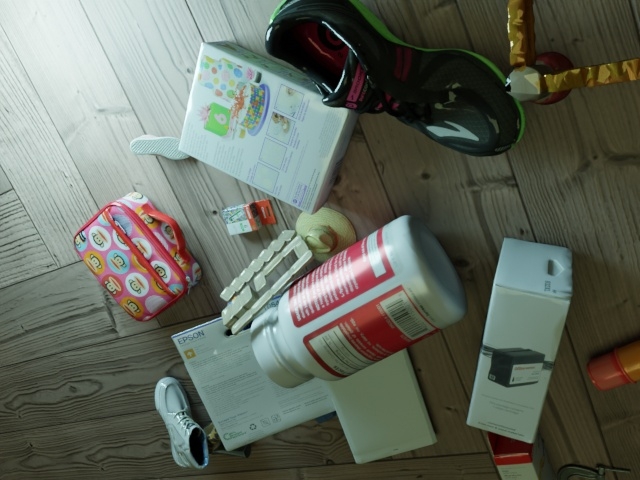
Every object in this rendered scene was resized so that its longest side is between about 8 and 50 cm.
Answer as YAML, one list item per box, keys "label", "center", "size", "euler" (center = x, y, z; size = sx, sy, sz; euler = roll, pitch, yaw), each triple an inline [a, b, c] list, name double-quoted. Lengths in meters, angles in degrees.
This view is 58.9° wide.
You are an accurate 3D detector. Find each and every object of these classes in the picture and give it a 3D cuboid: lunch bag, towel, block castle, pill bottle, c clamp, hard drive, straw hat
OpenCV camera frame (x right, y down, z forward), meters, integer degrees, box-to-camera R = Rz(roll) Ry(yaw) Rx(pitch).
- label: "lunch bag"
  center: [-0.440, 0.034, 1.409]
  size: [0.258, 0.120, 0.293]
  euler: [-34, 98, 27]
- label: "towel"
  center: [-0.012, 0.405, 1.443]
  size: [0.067, 0.029, 0.119]
  euler: [-30, 98, 29]
- label: "block castle"
  center: [0.411, -0.433, 0.799]
  size: [0.303, 0.213, 0.453]
  euler: [-1, 106, 35]
- label: "pill bottle"
  center: [0.066, 0.141, 1.149]
  size: [0.408, 0.229, 0.229]
  euler: [-31, 98, 22]
- label: "c clamp"
  center: [0.600, 0.560, 1.266]
  size: [0.137, 0.022, 0.160]
  euler: [8, 115, 19]
- label: "hard drive"
  center: [0.132, 0.364, 1.325]
  size: [0.203, 0.040, 0.307]
  euler: [-18, 106, 6]
- label: "straw hat"
  center: [0.000, 0.000, 1.240]
  size: [0.145, 0.061, 0.144]
  euler: [8, 115, 19]

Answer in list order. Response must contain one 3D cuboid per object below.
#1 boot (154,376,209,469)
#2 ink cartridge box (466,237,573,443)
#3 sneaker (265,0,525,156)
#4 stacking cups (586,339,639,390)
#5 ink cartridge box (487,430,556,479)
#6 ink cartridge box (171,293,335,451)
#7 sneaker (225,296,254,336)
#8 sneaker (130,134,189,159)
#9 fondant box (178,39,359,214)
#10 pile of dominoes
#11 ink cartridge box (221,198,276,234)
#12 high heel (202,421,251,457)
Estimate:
- label: "boot"
  center: [-0.369, 0.499, 1.557]
  size: [0.123, 0.095, 0.258]
  euler: [-17, 91, 47]
- label: "ink cartridge box"
  center: [0.374, 0.179, 1.071]
  size: [0.129, 0.223, 0.307]
  euler: [12, 116, 18]
- label: "sneaker"
  center: [0.112, -0.264, 0.976]
  size: [0.483, 0.202, 0.185]
  euler: [30, 142, 12]
- label: "stacking cups"
  center: [0.653, 0.191, 1.049]
  size: [0.316, 0.096, 0.096]
  euler: [-32, 98, 34]
- label: "ink cartridge box"
  center: [0.438, 0.472, 1.227]
  size: [0.078, 0.134, 0.231]
  euler: [-16, 106, 28]
- label: "ink cartridge box"
  center: [-0.136, 0.302, 1.356]
  size: [0.324, 0.071, 0.330]
  euler: [-21, 103, 2]
- label: "sneaker"
  center: [-0.200, 0.254, 1.419]
  size: [0.083, 0.087, 0.221]
  euler: [-10, 108, 26]
- label: "sneaker"
  center: [-0.364, -0.218, 1.305]
  size: [0.134, 0.070, 0.050]
  euler: [2, 107, -11]
- label: "fondant box"
  center: [-0.108, -0.233, 1.161]
  size: [0.330, 0.096, 0.238]
  euler: [26, 120, 9]
- label: "pile of dominoes"
  center: [-0.115, 0.090, 1.232]
  size: [0.251, 0.196, 0.040]
  euler: [-44, 117, 6]
- label: "ink cartridge box"
  center: [-0.164, -0.053, 1.301]
  size: [0.115, 0.029, 0.062]
  euler: [-10, 108, 26]
- label: "high heel"
  center: [-0.308, 0.492, 1.570]
  size: [0.186, 0.093, 0.261]
  euler: [-2, 114, 25]
